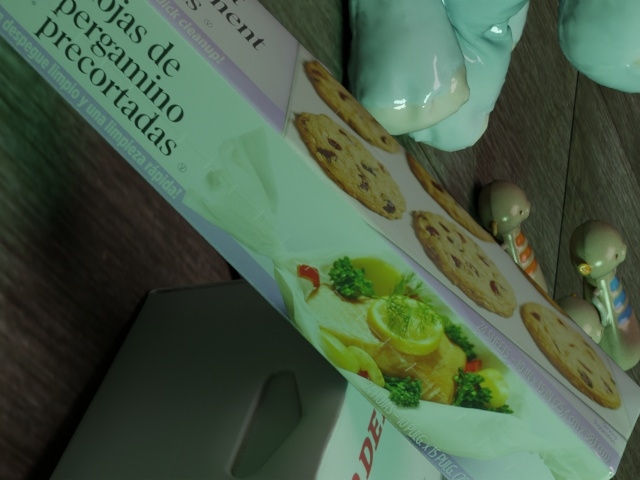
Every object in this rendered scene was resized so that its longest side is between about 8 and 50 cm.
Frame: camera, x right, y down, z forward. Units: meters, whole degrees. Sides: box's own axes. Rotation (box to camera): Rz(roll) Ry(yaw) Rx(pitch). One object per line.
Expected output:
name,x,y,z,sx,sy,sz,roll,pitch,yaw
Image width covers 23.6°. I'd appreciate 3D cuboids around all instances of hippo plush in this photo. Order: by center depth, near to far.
hippo plush,0.146,-0.204,0.981,0.234,0.237,0.294,-39,123,-61

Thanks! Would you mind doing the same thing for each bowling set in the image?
bowling set,0.184,0.052,1.107,0.287,0.200,0.154,-67,144,-51

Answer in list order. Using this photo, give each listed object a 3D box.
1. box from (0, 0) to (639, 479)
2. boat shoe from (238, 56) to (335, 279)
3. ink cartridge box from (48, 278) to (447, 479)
box,-0.005,-0.018,0.618,0.324,0.063,0.067,46,33,-2
boat shoe,0.000,0.000,0.832,0.076,0.080,0.228,-59,141,-61
ink cartridge box,-0.010,0.199,0.704,0.223,0.129,0.307,-68,146,-52
